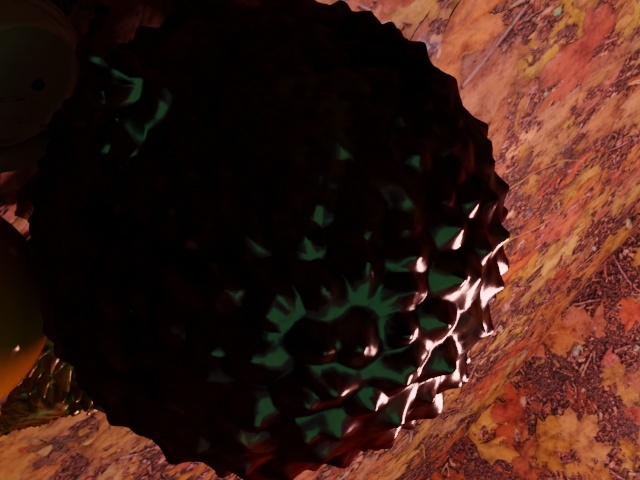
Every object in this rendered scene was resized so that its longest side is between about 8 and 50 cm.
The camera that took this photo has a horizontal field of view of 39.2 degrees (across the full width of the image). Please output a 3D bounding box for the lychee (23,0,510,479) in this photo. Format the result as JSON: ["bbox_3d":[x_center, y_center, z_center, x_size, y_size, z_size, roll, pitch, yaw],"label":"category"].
[{"bbox_3d":[-0.053,-0.015,0.777,0.424,0.424,0.500,-43,137,-3],"label":"lychee"}]

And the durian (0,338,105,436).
[{"bbox_3d":[-0.244,0.109,1.073,0.305,0.185,0.195,-19,126,-46],"label":"durian"}]

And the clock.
[{"bbox_3d":[-0.274,-0.145,0.763,0.151,0.062,0.191,-15,140,-44],"label":"clock"}]

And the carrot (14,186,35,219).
[{"bbox_3d":[-0.223,-0.072,0.947,0.210,0.061,0.061,-29,149,-20],"label":"carrot"}]

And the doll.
[{"bbox_3d":[-0.343,0.073,0.839,0.213,0.213,0.236,-44,166,-1],"label":"doll"}]

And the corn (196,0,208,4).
[{"bbox_3d":[-0.087,-0.247,0.869,0.068,0.068,0.207,-28,148,-30],"label":"corn"}]
